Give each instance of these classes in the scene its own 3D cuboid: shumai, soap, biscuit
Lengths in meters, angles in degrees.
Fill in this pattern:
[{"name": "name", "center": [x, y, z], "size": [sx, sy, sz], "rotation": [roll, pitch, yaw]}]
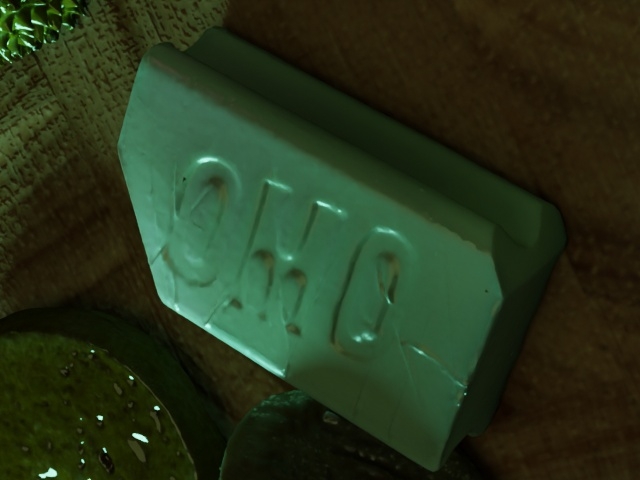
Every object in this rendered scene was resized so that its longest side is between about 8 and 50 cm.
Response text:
[{"name": "shumai", "center": [0.019, 0.205, 1.089], "size": [0.209, 0.161, 0.153], "rotation": [29, 143, 0]}, {"name": "soap", "center": [0.000, 0.000, 1.048], "size": [0.289, 0.095, 0.172], "rotation": [31, 119, 22]}, {"name": "biscuit", "center": [-0.151, 0.225, 1.243], "size": [0.314, 0.063, 0.367], "rotation": [-8, 102, 31]}]

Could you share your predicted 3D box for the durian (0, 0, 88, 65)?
[{"name": "durian", "center": [-0.262, -0.235, 1.116], "size": [0.193, 0.138, 0.237], "rotation": [-12, 98, 35]}]
